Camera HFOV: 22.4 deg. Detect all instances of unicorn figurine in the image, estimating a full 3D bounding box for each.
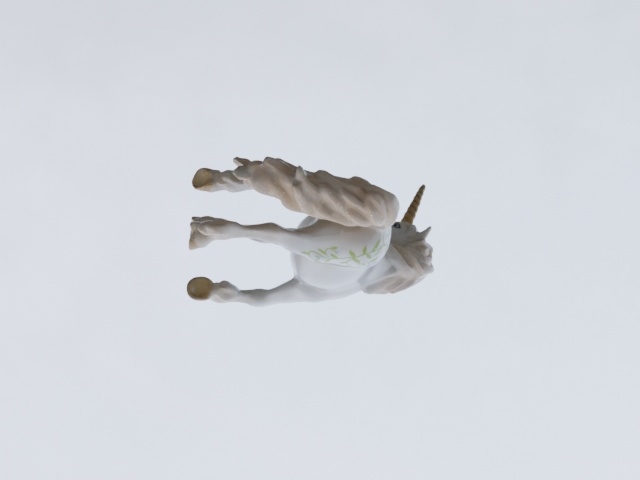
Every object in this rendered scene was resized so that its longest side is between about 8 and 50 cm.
[{"bbox_3d":[0.000,0.000,0.683,0.111,0.060,0.162,2,179,-5],"label":"unicorn figurine"}]
